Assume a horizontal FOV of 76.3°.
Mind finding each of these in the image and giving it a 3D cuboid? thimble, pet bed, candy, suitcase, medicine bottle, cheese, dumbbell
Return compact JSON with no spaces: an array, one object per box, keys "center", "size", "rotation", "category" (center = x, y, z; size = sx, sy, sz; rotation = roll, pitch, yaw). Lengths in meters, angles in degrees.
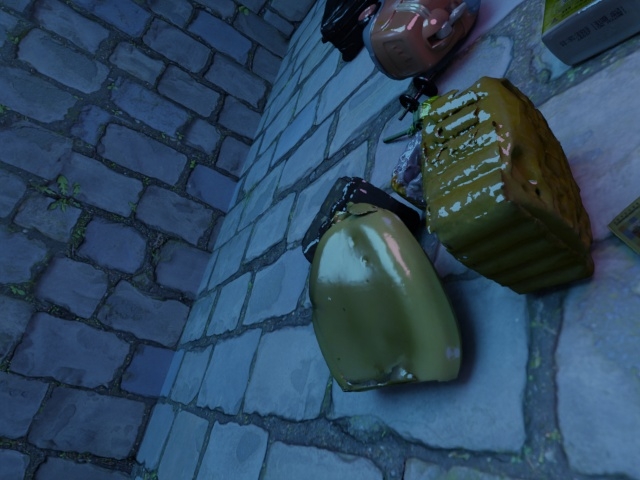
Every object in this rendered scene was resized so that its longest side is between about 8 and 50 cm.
[{"center":[0.216,-0.127,0.750],"size":[0.151,0.118,0.127],"rotation":[-57,25,14],"category":"thimble"},{"center":[0.080,-0.007,0.840],"size":[0.210,0.183,0.159],"rotation":[-58,18,8],"category":"pet bed"},{"center":[0.209,-0.265,0.961],"size":[0.305,0.091,0.083],"rotation":[-170,95,-72],"category":"candy"},{"center":[0.161,-0.947,1.621],"size":[0.340,0.188,0.344],"rotation":[-31,38,43],"category":"suitcase"},{"center":[0.423,-0.385,0.619],"size":[0.132,0.088,0.188],"rotation":[-20,50,58],"category":"medicine bottle"},{"center":[0.083,0.087,0.679],"size":[0.260,0.128,0.315],"rotation":[-30,72,36],"category":"cheese"},{"center":[0.235,-0.348,0.978],"size":[0.147,0.069,0.069],"rotation":[-54,24,1],"category":"dumbbell"}]

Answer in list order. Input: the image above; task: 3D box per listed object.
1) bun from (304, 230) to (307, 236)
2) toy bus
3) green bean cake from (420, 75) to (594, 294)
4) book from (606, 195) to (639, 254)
[{"center":[0.000,0.000,1.099],"size":[0.138,0.094,0.138],"rotation":[-46,26,31],"category":"bun"},{"center":[0.246,-0.528,0.967],"size":[0.287,0.194,0.232],"rotation":[-51,32,-3],"category":"toy bus"},{"center":[0.237,-0.069,0.520],"size":[0.131,0.230,0.223],"rotation":[-28,45,44],"category":"green bean cake"},{"center":[0.407,-0.020,0.386],"size":[0.168,0.013,0.192],"rotation":[-52,27,25],"category":"book"}]
